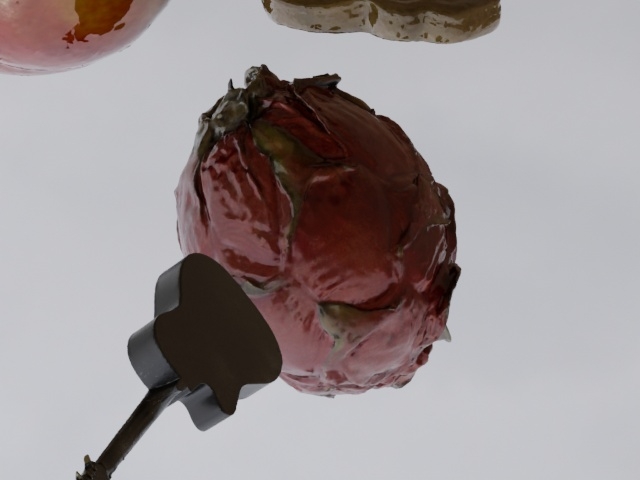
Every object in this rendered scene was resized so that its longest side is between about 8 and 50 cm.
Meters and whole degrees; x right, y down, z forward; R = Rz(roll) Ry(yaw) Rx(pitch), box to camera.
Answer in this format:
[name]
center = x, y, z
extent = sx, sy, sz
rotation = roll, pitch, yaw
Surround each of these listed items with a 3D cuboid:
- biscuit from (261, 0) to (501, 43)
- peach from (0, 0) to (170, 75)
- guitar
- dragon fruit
[biscuit]
center = 0.020, -0.229, 1.571
extent = 0.183, 0.047, 0.320
rotation = -7, -157, -24
[peach]
center = -0.312, -0.338, 1.778
extent = 0.370, 0.370, 0.370
rotation = 21, -158, -9
[guitar]
center = -0.082, 0.081, 0.960
extent = 0.088, 0.025, 0.233
rotation = 53, -154, -8
[dragon fruit]
center = 0.000, 0.000, 1.765
extent = 0.342, 0.277, 0.277
rotation = 46, -166, -23
